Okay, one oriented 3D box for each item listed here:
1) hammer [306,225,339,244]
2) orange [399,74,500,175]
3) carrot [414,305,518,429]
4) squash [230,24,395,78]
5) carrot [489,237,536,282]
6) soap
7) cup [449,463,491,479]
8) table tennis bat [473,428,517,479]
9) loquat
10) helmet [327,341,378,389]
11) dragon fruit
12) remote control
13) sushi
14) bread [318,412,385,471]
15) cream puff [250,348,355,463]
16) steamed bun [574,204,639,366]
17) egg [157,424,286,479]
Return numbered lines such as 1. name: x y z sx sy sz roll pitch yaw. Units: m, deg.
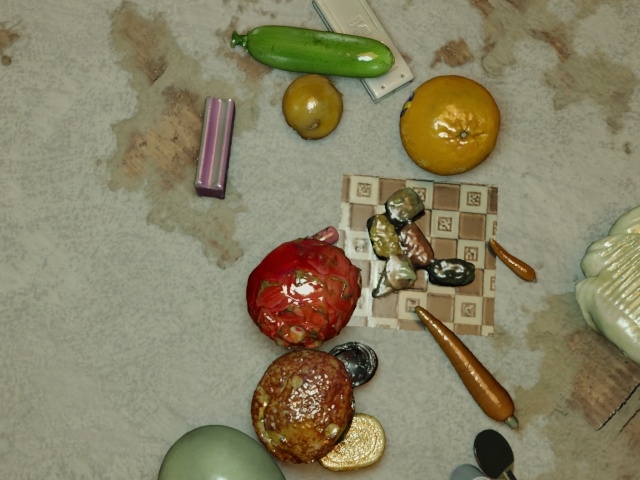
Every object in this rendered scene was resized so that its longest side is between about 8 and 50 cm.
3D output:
1. hammer: 0.000 0.000 1.966 0.083 0.043 0.043 -31 84 -5
2. orange: 0.280 -0.249 1.947 0.219 0.193 0.219 2 85 -20
3. carrot: 0.314 0.268 1.927 0.069 0.069 0.336 -37 84 -7
4. squash: -0.023 -0.414 1.973 0.379 0.101 0.101 13 81 15
5. carrot: 0.422 0.047 1.979 0.142 0.035 0.035 39 82 0
6. soap: -0.227 -0.198 1.944 0.066 0.122 0.203 6 82 -3
7. cup: 0.330 0.517 1.869 0.104 0.116 0.074 29 83 -5
8. table tennis bat: 0.382 0.473 1.908 0.095 0.014 0.158 -34 89 -36
9. loquat: -0.016 -0.291 1.963 0.141 0.141 0.141 0 81 -3
10. helmet: 0.068 0.266 1.912 0.123 0.070 0.098 -24 73 19
11. dragon fruit: -0.034 0.109 1.846 0.241 0.241 0.252 41 65 4
12. remote control: 0.095 -0.452 2.032 0.103 0.055 0.277 -31 85 -7
13. sushi: 0.215 0.025 1.961 0.359 0.064 0.342 5 81 -3
14. bread: 0.060 0.421 1.892 0.149 0.073 0.122 -6 76 -6
15. cream puff: -0.044 0.334 1.820 0.240 0.164 0.239 -10 72 32
16. steamed bun: 0.730 0.107 1.883 0.339 0.247 0.352 -43 50 2
17. egg: -0.181 0.534 1.768 0.259 0.258 0.352 -21 84 -6
